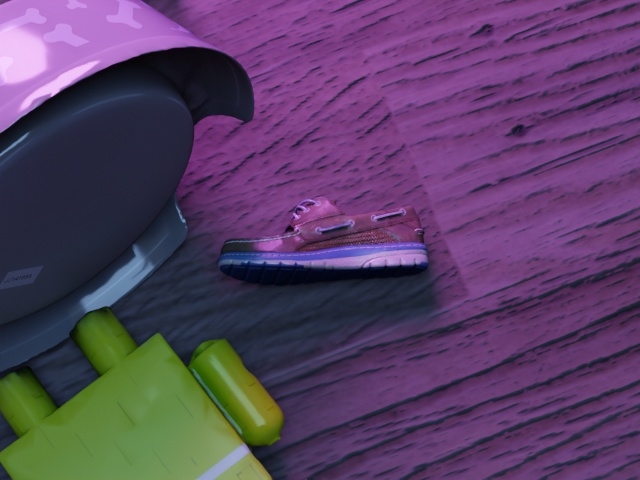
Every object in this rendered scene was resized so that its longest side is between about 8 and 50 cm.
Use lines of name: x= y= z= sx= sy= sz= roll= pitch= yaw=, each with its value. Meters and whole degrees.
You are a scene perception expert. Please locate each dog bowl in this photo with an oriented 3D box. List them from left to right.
dog bowl: x=-0.215 y=-0.043 z=0.976 sx=0.349 sy=0.349 sz=0.102 roll=-39 pitch=71 yaw=-11

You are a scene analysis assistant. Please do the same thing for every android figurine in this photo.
android figurine: x=-0.144 y=0.194 z=1.059 sx=0.248 sy=0.056 sz=0.273 roll=-39 pitch=78 yaw=-9

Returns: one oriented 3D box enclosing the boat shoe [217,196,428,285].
boat shoe: x=0.000 y=0.000 z=1.119 sx=0.183 sy=0.066 sz=0.066 roll=-1 pitch=74 yaw=-15
